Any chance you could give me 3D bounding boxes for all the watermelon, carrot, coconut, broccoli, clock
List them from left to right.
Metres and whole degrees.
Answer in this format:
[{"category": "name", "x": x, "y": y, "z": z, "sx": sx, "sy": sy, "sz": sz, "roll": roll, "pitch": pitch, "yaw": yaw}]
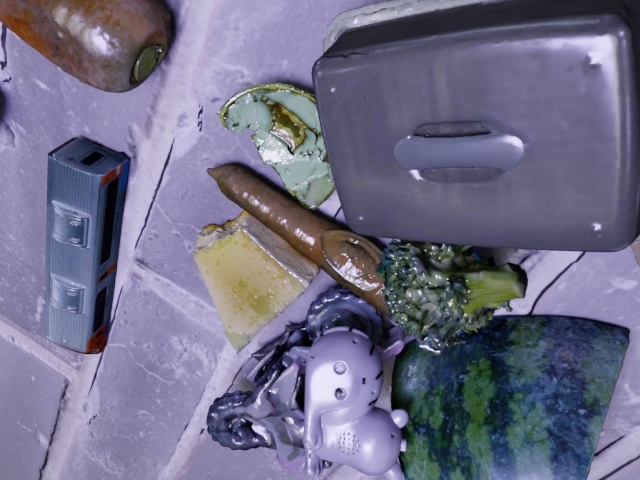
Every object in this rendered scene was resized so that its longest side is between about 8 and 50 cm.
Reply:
[{"category": "carrot", "x": -0.310, "y": -0.281, "z": 0.612, "sx": 0.302, "sy": 0.138, "sz": 0.138, "roll": 30, "pitch": 125, "yaw": 4}, {"category": "coconut", "x": -0.029, "y": -0.115, "z": 0.637, "sx": 0.133, "sy": 0.055, "sz": 0.158, "roll": -23, "pitch": 109, "yaw": 30}, {"category": "carrot", "x": 0.000, "y": 0.000, "z": 0.687, "sx": 0.342, "sy": 0.070, "sz": 0.070, "roll": 34, "pitch": 125, "yaw": 2}, {"category": "clock", "x": 0.044, "y": 0.189, "z": 0.648, "sx": 0.117, "sy": 0.080, "sz": 0.176, "roll": 1, "pitch": 89, "yaw": 8}, {"category": "broccoli", "x": 0.147, "y": 0.046, "z": 0.587, "sx": 0.160, "sy": 0.154, "sz": 0.167, "roll": -13, "pitch": 121, "yaw": 46}, {"category": "watermelon", "x": 0.262, "y": 0.246, "z": 0.653, "sx": 0.293, "sy": 0.282, "sz": 0.250, "roll": 22, "pitch": 144, "yaw": -22}]

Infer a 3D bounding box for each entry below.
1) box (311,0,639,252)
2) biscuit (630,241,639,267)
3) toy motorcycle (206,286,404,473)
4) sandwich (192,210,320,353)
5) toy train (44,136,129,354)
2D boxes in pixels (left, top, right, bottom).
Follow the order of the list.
[{"category": "box", "x": 0.142, "y": -0.105, "z": 0.477, "sx": 0.291, "sy": 0.166, "sz": 0.220, "roll": 4, "pitch": 121, "yaw": 35}, {"category": "biscuit", "x": 0.375, "y": -0.058, "z": 0.521, "sx": 0.133, "sy": 0.032, "sz": 0.250, "roll": 33, "pitch": 126, "yaw": 3}, {"category": "toy motorcycle", "x": -0.009, "y": 0.211, "z": 0.777, "sx": 0.188, "sy": 0.143, "sz": 0.327, "roll": 39, "pitch": 111, "yaw": -12}, {"category": "sandwich", "x": -0.116, "y": 0.050, "z": 0.769, "sx": 0.162, "sy": 0.058, "sz": 0.193, "roll": 42, "pitch": 127, "yaw": -2}, {"category": "toy train", "x": -0.368, "y": 0.042, "z": 0.849, "sx": 0.086, "sy": 0.089, "sz": 0.409, "roll": 23, "pitch": 124, "yaw": 2}]
